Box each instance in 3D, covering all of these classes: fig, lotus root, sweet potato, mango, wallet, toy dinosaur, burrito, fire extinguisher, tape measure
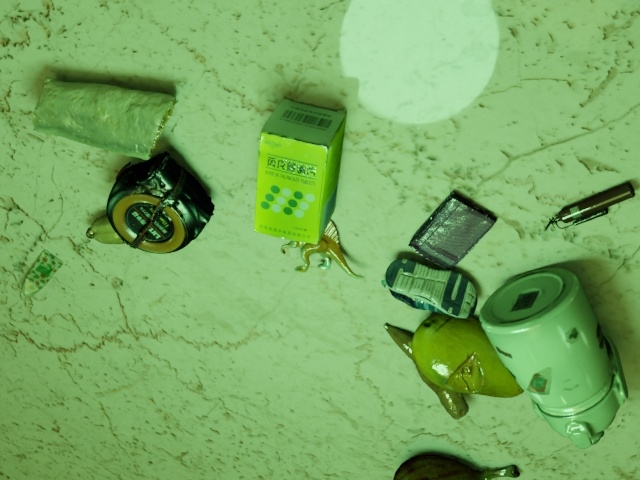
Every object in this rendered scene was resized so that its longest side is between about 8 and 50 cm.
[{"bbox_3d":[0.344,0.627,2.097,0.320,0.217,0.217,-13,125,-1],"label":"fig"},{"bbox_3d":[-0.461,-0.027,1.897,0.150,0.062,0.073,-5,103,19],"label":"lotus root"},{"bbox_3d":[0.248,0.292,1.922,0.059,0.067,0.281,-37,108,-3],"label":"sweet potato"},{"bbox_3d":[0.322,0.255,1.812,0.261,0.167,0.130,17,144,0],"label":"mango"},{"bbox_3d":[0.265,-0.015,1.692,0.111,0.030,0.166,31,130,-8],"label":"wallet"},{"bbox_3d":[-0.002,0.000,1.788,0.212,0.057,0.142,8,111,-3],"label":"toy dinosaur"},{"bbox_3d":[-0.428,-0.244,1.690,0.299,0.105,0.143,11,126,12],"label":"burrito"},{"bbox_3d":[0.509,-0.059,1.582,0.173,0.035,0.049,-24,155,32],"label":"fire extinguisher"},{"bbox_3d":[-0.344,-0.074,1.778,0.222,0.135,0.202,-25,123,30],"label":"tape measure"}]

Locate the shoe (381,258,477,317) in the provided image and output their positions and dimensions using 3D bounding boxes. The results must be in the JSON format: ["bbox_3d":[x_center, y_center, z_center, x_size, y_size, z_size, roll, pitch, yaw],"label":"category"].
[{"bbox_3d":[0.230,0.107,1.771,0.207,0.092,0.106,19,161,5],"label":"shoe"}]

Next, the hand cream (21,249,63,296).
[{"bbox_3d":[-0.701,0.088,2.089,0.057,0.037,0.165,37,123,-13],"label":"hand cream"}]

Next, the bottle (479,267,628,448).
[{"bbox_3d":[0.492,0.243,1.696,0.229,0.229,0.352,-21,112,30],"label":"bottle"}]

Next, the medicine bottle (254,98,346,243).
[{"bbox_3d":[-0.038,-0.131,1.631,0.137,0.141,0.250,16,130,10],"label":"medicine bottle"}]
